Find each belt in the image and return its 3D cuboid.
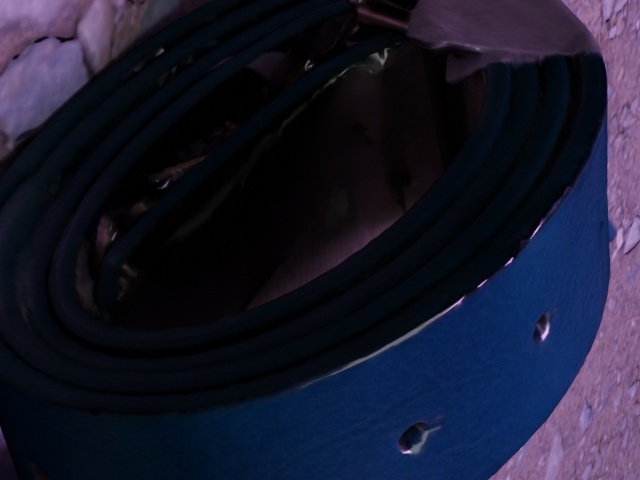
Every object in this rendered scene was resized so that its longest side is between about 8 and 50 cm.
[{"bbox_3d":[-0.001,0.001,1.017,0.436,0.300,0.173,-48,145,-33],"label":"belt"}]
